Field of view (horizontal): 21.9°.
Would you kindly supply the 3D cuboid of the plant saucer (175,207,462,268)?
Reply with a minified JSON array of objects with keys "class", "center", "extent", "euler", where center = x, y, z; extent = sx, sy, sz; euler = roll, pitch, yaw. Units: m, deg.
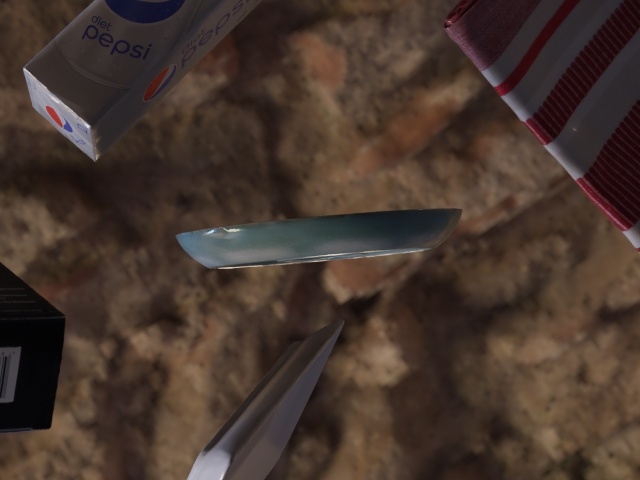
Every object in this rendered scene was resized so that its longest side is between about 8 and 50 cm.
[{"class":"plant saucer","center":[0.000,0.000,1.829],"extent":[0.318,0.043,0.317],"euler":[-5,-2,0]}]

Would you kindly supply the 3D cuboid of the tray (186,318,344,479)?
[{"class":"tray","center":[-0.057,0.157,1.242],"extent":[0.145,0.030,0.270],"euler":[-66,-8,24]}]

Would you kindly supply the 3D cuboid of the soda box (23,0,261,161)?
[{"class":"soda box","center":[-0.151,-0.214,1.588],"extent":[0.286,0.091,0.098],"euler":[-46,-9,-15]}]

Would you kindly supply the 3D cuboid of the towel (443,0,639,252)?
[{"class":"towel","center":[0.295,-0.180,1.664],"extent":[0.237,0.329,0.037],"euler":[-50,21,-17]}]

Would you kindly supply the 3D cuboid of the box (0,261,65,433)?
[{"class":"box","center":[-0.333,0.080,1.423],"extent":[0.153,0.207,0.108],"euler":[0,-72,-34]}]
